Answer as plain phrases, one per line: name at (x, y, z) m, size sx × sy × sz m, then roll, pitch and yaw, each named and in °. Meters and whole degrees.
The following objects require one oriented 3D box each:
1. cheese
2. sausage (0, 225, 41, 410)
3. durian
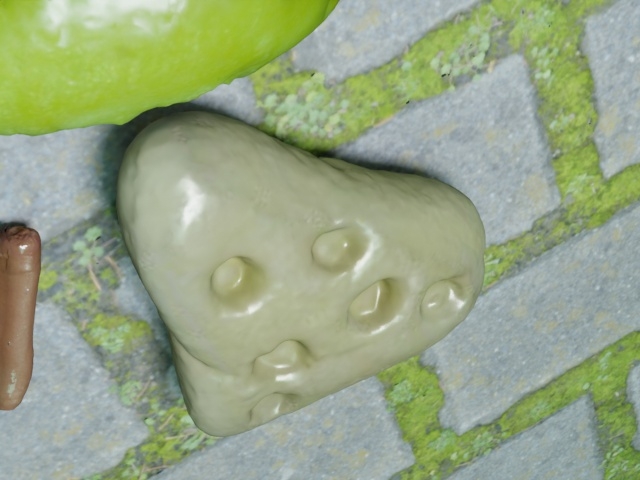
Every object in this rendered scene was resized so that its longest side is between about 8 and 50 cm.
cheese at (0.000, 0.000, 0.952) m, size 0.328 × 0.129 × 0.351 m, roll -21°, pitch 134°, yaw -11°
sausage at (-0.264, 0.067, 0.914) m, size 0.043 × 0.043 × 0.186 m, roll -4°, pitch 125°, yaw -27°
durian at (-0.139, -0.174, 0.669) m, size 0.340 × 0.256 × 0.204 m, roll -17°, pitch 92°, yaw -1°
